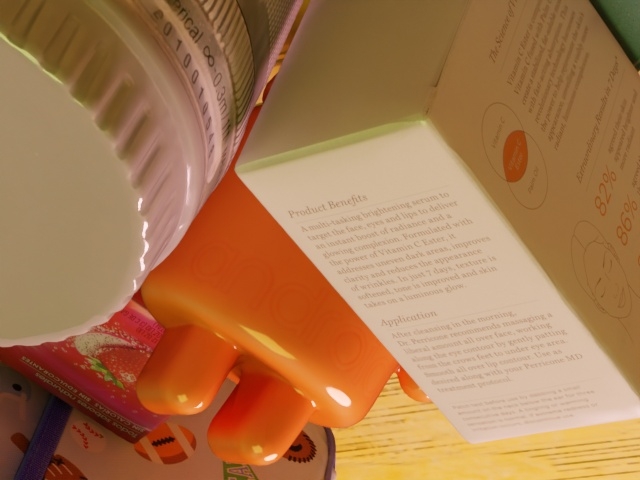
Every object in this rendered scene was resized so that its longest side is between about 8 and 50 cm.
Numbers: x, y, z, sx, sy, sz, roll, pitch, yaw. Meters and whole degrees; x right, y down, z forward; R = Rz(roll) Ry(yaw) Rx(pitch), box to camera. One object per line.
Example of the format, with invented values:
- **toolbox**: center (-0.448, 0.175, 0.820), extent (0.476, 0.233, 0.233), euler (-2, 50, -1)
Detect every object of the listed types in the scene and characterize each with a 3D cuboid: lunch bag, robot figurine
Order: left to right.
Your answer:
- **lunch bag**: center (-0.123, 0.158, 1.100), extent (0.243, 0.303, 0.115), euler (30, 120, -9)
- **robot figurine**: center (0.001, 0.001, 0.946), extent (0.158, 0.219, 0.128), euler (25, 165, 25)

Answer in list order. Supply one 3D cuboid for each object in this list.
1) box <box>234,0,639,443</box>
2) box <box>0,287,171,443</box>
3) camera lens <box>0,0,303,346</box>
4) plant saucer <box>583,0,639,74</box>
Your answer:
- **box**: center (0.066, -0.025, 0.784), extent (0.091, 0.130, 0.170), euler (-14, 129, 37)
- **box**: center (-0.151, -0.025, 1.042), extent (0.257, 0.128, 0.122), euler (34, 141, -15)
- **camera lens**: center (-0.113, -0.124, 0.792), extent (0.219, 0.274, 0.219), euler (13, 140, 11)
- **plant saucer**: center (0.127, -0.105, 0.782), extent (0.067, 0.018, 0.192), euler (32, 140, -13)
